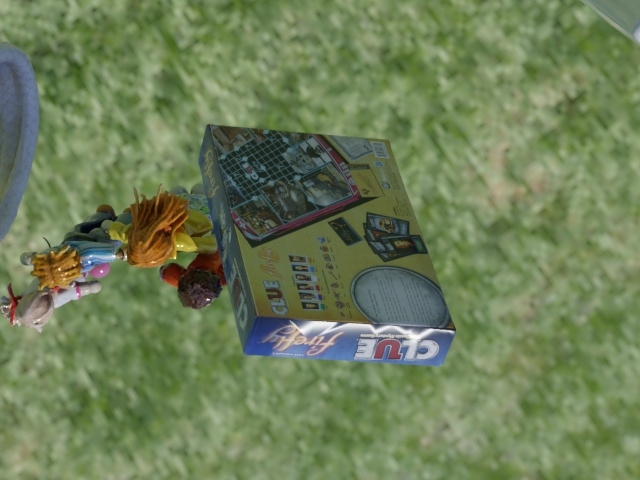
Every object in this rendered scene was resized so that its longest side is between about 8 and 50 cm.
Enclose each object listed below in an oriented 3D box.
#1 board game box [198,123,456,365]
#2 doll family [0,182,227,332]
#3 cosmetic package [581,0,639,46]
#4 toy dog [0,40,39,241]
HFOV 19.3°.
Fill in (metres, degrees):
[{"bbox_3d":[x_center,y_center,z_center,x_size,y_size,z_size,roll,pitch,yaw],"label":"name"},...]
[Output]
[{"bbox_3d":[0.000,0.000,1.526,0.165,0.243,0.042,5,129,-17],"label":"board game box"},{"bbox_3d":[-0.190,0.005,1.749,0.263,0.118,0.163,-9,-163,18],"label":"doll family"},{"bbox_3d":[0.448,-0.268,1.551,0.327,0.329,0.393,34,102,-16],"label":"cosmetic package"},{"bbox_3d":[-0.224,0.022,0.637,0.161,0.333,0.220,4,150,10],"label":"toy dog"}]
